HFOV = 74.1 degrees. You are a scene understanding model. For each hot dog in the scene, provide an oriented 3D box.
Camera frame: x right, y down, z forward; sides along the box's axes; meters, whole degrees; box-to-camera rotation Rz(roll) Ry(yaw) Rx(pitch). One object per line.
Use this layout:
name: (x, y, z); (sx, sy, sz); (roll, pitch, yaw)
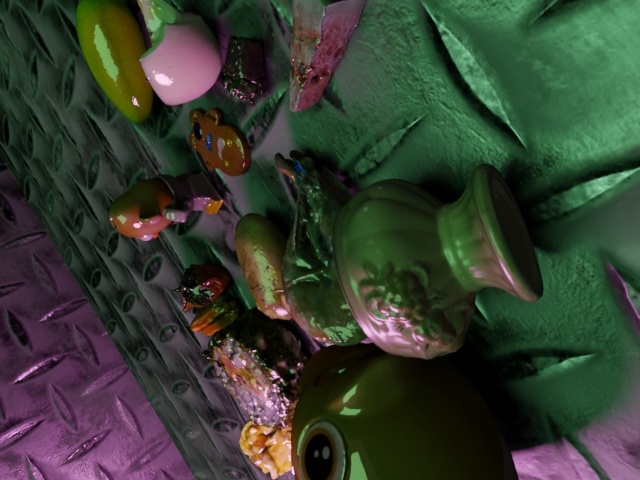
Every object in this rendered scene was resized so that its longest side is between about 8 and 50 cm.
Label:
hot dog: (-0.360, 0.269, 1.469); (0.115, 0.072, 0.269); (33, 138, -25)

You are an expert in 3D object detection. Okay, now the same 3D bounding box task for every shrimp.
shrimp: (0.000, 0.000, 0.871); (0.221, 0.110, 0.445); (-26, 64, 17)

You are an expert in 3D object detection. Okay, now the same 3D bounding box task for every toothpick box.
toothpick box: (0.142, 0.413, 0.837); (0.409, 0.409, 0.425); (-29, 88, 48)

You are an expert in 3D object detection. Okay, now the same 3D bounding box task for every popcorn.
popcorn: (-0.162, 0.662, 1.408); (0.235, 0.217, 0.180); (27, 125, 17)

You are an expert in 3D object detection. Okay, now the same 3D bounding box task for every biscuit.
biscuit: (-0.279, -0.263, 1.147); (0.236, 0.039, 0.179); (32, 130, 25)

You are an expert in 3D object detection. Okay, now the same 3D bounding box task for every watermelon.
watermelon: (-0.022, -0.369, 0.817); (0.154, 0.095, 0.241); (42, 138, 29)

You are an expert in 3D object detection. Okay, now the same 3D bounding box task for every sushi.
sushi: (-0.175, 0.383, 1.296); (0.352, 0.178, 0.294); (46, 134, 13)
sushi: (-0.414, 0.153, 1.423); (0.287, 0.140, 0.149); (-25, 100, 47)

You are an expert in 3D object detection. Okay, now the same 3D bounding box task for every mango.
mango: (-0.572, -0.504, 1.202); (0.193, 0.156, 0.342); (10, 120, 41)

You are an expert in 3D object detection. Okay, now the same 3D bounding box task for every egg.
egg: (-0.317, -0.443, 0.995); (0.206, 0.162, 0.270); (76, 179, -51)

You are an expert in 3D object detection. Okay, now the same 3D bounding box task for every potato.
potato: (-0.130, 0.066, 1.112); (0.176, 0.141, 0.297); (-18, 90, 45)

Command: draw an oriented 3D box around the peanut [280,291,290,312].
peanut: (0.055, 0.130, 0.948); (0.319, 0.148, 0.147); (-11, 104, 34)

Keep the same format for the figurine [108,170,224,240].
figurine: (-0.460, -0.103, 1.222); (0.343, 0.285, 0.166); (-17, 97, 45)

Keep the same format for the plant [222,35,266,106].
plant: (-0.166, -0.375, 0.941); (0.095, 0.092, 0.143); (23, 121, 24)

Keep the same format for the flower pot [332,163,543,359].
flower pot: (0.191, 0.023, 0.675); (0.244, 0.307, 0.307); (-25, 94, 33)
